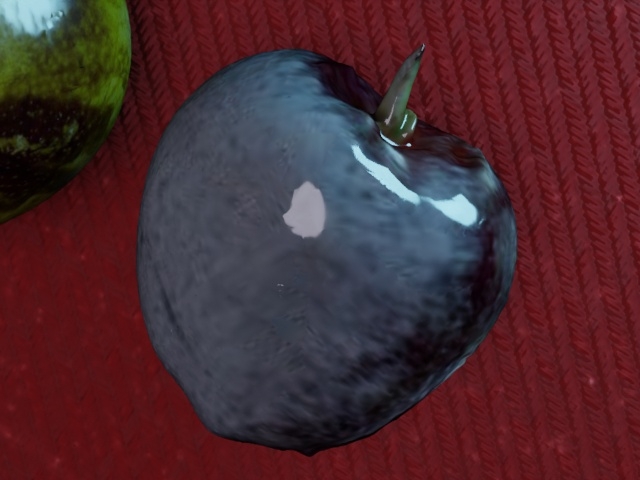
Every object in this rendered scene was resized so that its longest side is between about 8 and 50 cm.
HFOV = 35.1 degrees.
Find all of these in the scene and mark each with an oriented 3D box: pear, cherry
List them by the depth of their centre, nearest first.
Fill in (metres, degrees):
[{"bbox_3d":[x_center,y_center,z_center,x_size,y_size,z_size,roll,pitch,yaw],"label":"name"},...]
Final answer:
[{"bbox_3d":[-0.266,-0.130,0.680,0.283,0.283,0.284,1,96,6],"label":"pear"},{"bbox_3d":[0.000,0.000,0.688,0.255,0.218,0.296,29,103,-4],"label":"cherry"}]
